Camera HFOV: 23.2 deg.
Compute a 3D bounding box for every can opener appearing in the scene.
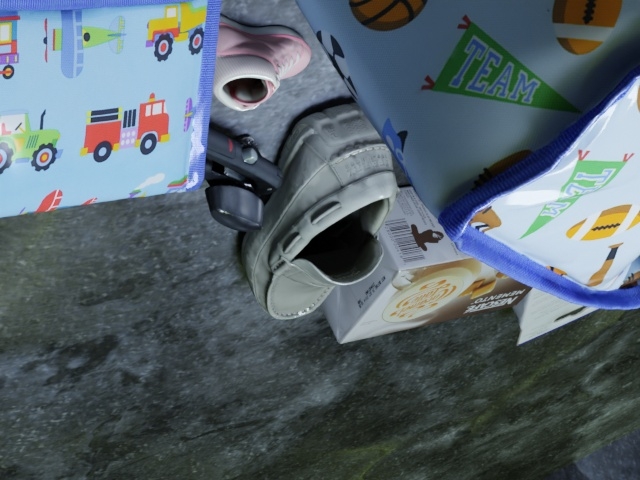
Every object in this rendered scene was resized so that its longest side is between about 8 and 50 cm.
[{"bbox_3d":[-0.090,-0.068,1.273,0.059,0.073,0.186,-26,150,18],"label":"can opener"}]

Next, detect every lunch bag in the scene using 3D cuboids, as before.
[{"bbox_3d":[-0.157,-0.171,0.879,0.221,0.138,0.293,-12,129,-43],"label":"lunch bag"},{"bbox_3d":[0.155,-0.141,1.038,0.239,0.327,0.385,-34,155,13],"label":"lunch bag"}]

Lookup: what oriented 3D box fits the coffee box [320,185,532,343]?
[{"bbox_3d":[0.126,0.014,1.624,0.247,0.098,0.141,-9,152,-36],"label":"coffee box"}]

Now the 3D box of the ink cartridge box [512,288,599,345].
[{"bbox_3d":[0.316,0.004,1.856,0.176,0.069,0.371,-23,155,-10],"label":"ink cartridge box"}]

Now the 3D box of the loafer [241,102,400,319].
[{"bbox_3d":[0.000,0.000,1.441,0.112,0.111,0.319,-18,156,-19],"label":"loafer"}]

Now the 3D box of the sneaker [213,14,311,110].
[{"bbox_3d":[-0.046,-0.126,1.177,0.051,0.070,0.134,-41,154,26],"label":"sneaker"}]
